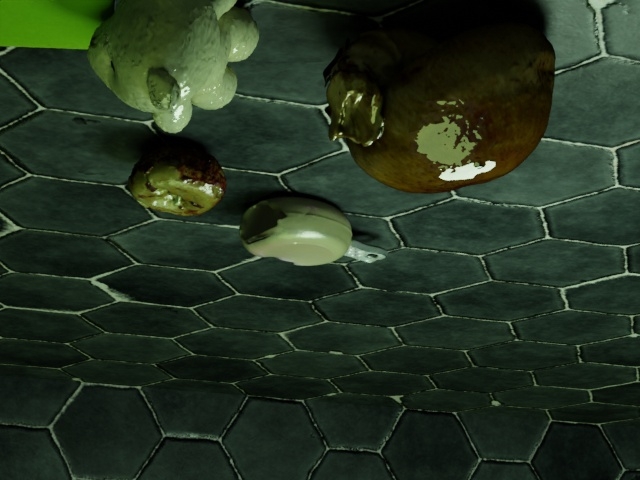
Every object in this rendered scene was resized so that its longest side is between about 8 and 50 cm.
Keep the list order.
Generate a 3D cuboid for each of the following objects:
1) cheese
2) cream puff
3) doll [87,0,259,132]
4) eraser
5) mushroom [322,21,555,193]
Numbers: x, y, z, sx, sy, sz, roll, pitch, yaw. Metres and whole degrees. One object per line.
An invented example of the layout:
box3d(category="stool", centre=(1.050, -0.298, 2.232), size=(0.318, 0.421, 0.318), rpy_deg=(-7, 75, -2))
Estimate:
box3d(category="cheese", centre=(0.000, 0.000, 2.116), size=(0.163, 0.082, 0.286), rpy_deg=(-16, 155, 41))
box3d(category="cream puff", centre=(-0.212, -0.095, 1.864), size=(0.149, 0.084, 0.149), rpy_deg=(2, 156, 1))
box3d(category="doll", centre=(-0.157, -0.211, 1.392), size=(0.149, 0.175, 0.278), rpy_deg=(-7, 177, 17))
box3d(category="eraser", centre=(-0.355, -0.288, 1.335), size=(0.274, 0.092, 0.210), rpy_deg=(3, 159, -9))
box3d(category="mushroom", centre=(0.142, -0.157, 1.516), size=(0.283, 0.195, 0.263), rpy_deg=(5, 165, -11))
